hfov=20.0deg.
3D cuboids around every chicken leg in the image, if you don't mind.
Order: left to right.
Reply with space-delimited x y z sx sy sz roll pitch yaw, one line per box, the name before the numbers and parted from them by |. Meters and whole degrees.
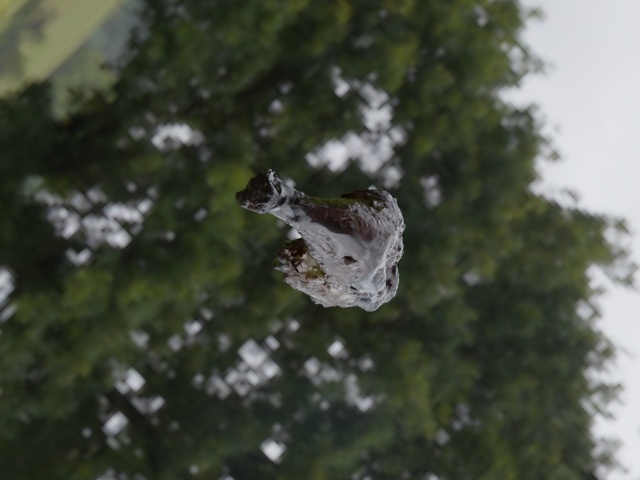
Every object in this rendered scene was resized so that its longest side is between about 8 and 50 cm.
chicken leg | 0.005 0.000 0.770 0.062 0.037 0.145 -3 161 6
